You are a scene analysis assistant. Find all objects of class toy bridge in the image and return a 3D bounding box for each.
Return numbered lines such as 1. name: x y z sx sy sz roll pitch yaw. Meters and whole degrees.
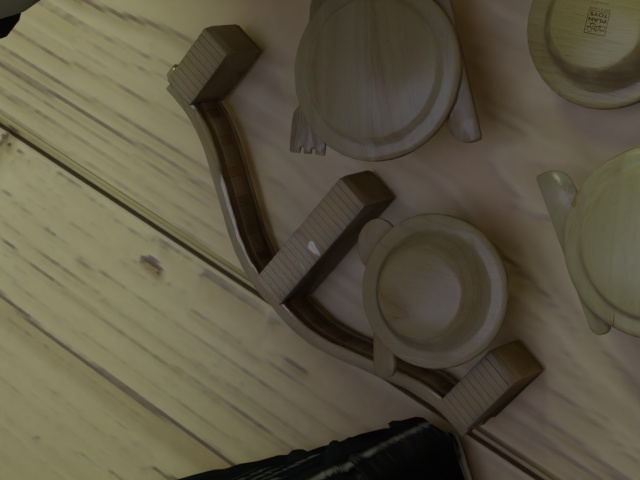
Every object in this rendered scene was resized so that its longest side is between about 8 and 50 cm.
1. toy bridge: 0.000 0.000 0.578 0.188 0.026 0.063 49 121 15

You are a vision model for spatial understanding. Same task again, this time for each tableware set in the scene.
1. tableware set: 0.066 -0.029 0.515 0.168 0.020 0.141 -9 86 26

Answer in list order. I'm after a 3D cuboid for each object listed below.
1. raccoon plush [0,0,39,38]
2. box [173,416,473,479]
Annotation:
1. raccoon plush: -0.113 -0.276 0.382 0.216 0.299 0.446 -4 116 29
2. box: -0.140 0.366 0.579 0.472 0.297 0.480 -18 88 36
